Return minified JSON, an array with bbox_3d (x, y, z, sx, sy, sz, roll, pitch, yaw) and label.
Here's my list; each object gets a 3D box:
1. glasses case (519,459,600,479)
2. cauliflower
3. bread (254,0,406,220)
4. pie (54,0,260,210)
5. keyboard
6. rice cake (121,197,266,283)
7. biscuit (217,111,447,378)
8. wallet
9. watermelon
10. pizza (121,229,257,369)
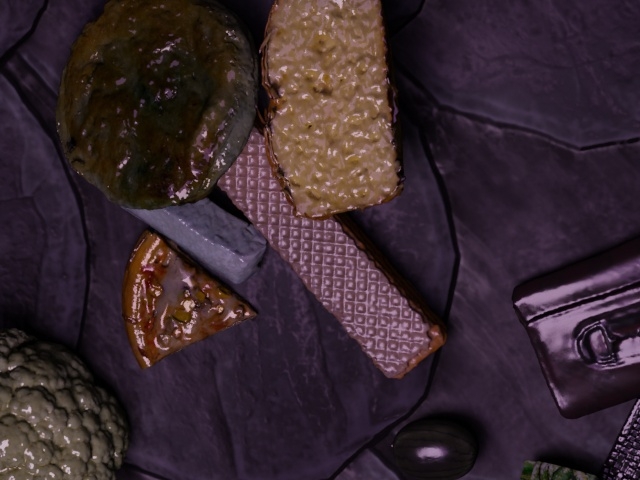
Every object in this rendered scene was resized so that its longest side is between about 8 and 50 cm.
[{"bbox_3d":[0.248,0.398,1.904,0.095,0.062,0.272,11,73,21],"label":"glasses case"},{"bbox_3d":[-0.390,0.260,2.062,0.272,0.275,0.250,43,146,-16],"label":"cauliflower"},{"bbox_3d":[0.018,-0.156,1.863,0.160,0.147,0.260,-10,88,11],"label":"bread"},{"bbox_3d":[-0.197,-0.171,1.917,0.277,0.078,0.277,-3,82,20],"label":"pie"},{"bbox_3d":[0.375,0.251,1.932,0.060,0.018,0.195,27,109,12],"label":"keyboard"},{"bbox_3d":[-0.157,-0.026,1.979,0.206,0.063,0.069,35,150,3],"label":"rice cake"},{"bbox_3d":[0.000,0.000,1.953,0.094,0.054,0.378,-41,91,21],"label":"biscuit"},{"bbox_3d":[0.349,0.096,1.881,0.229,0.049,0.182,-22,96,22],"label":"wallet"},{"bbox_3d":[0.137,0.252,1.969,0.111,0.078,0.078,-5,103,18],"label":"watermelon"},{"bbox_3d":[-0.169,0.091,2.036,0.176,0.036,0.184,19,109,10],"label":"pizza"}]
